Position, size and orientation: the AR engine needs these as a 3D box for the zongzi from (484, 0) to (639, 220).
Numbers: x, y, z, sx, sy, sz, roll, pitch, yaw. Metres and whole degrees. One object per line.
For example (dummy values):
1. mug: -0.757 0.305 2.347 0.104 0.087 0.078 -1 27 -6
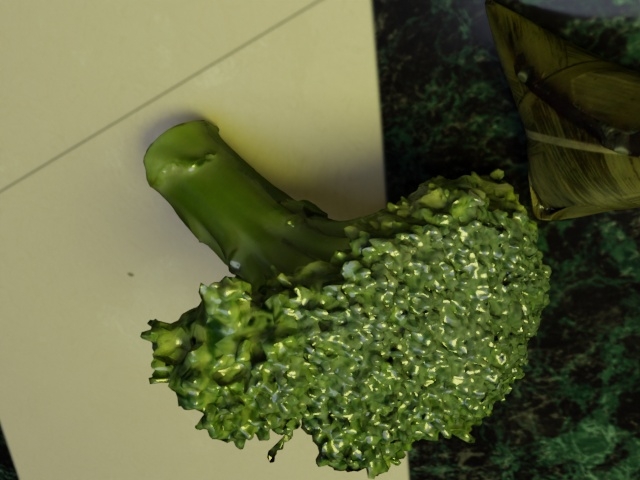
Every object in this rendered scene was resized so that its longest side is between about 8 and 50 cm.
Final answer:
1. zongzi: 0.228 -0.122 0.700 0.205 0.094 0.204 -10 104 64

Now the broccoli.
1. broccoli: 0.029 0.015 0.820 0.353 0.397 0.274 27 99 -26
